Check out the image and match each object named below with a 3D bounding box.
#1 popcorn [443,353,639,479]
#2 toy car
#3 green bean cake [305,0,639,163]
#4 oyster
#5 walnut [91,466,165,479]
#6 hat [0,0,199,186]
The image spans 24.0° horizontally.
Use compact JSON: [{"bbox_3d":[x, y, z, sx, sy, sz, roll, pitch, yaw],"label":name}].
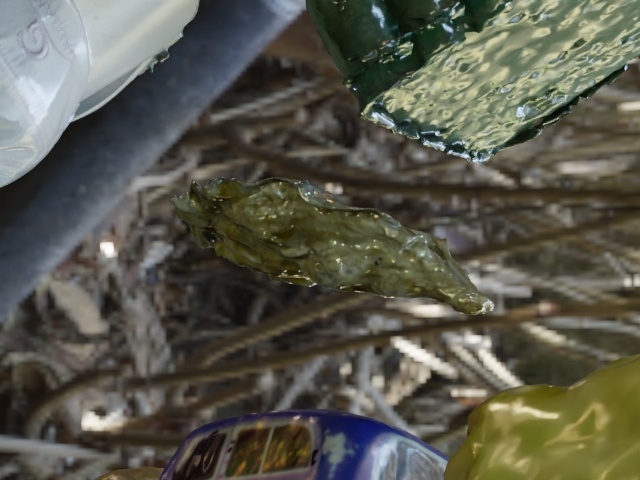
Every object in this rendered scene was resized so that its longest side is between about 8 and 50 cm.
[{"bbox_3d":[0.186,0.153,0.512,0.312,0.312,0.312,-2,90,-68],"label":"popcorn"},{"bbox_3d":[-0.024,0.175,0.770,0.172,0.235,0.158,36,55,-38],"label":"toy car"},{"bbox_3d":[0.137,-0.176,1.013,0.241,0.255,0.132,16,43,-57],"label":"green bean cake"},{"bbox_3d":[0.000,0.000,0.709,0.121,0.146,0.045,178,-75,-78],"label":"oyster"},{"bbox_3d":[-0.150,0.276,1.116,0.245,0.198,0.198,-26,114,-42],"label":"walnut"},{"bbox_3d":[-0.205,-0.137,0.990,0.161,0.275,0.232,54,-11,50],"label":"hat"}]
